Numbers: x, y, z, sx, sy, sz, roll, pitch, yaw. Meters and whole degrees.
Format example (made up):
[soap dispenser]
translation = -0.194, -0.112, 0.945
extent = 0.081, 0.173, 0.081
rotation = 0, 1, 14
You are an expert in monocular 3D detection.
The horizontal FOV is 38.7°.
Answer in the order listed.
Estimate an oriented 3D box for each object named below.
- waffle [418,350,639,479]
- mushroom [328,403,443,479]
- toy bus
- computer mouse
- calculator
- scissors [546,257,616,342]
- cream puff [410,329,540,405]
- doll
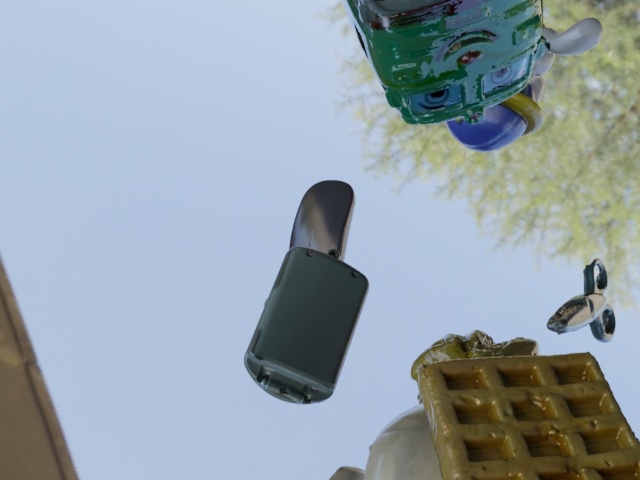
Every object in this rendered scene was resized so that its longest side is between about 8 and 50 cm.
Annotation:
[waffle]
translation = 0.241, 0.226, 1.038
extent = 0.221, 0.055, 0.247
rotation = -4, -144, -6
[mushroom]
translation = 0.170, 0.370, 1.319
extent = 0.356, 0.315, 0.315
rotation = 17, -157, 17
[toy bus]
translation = 0.107, -0.282, 0.977
extent = 0.184, 0.199, 0.343
rotation = -18, -131, 2
[computer mouse]
translation = -0.001, -0.001, 1.671
extent = 0.120, 0.232, 0.057
rotation = 7, 173, 39
[calculator]
translation = -0.016, 0.118, 1.328
extent = 0.141, 0.045, 0.246
rotation = 24, -115, -8
[scissors]
translation = 0.405, 0.107, 1.405
extent = 0.041, 0.138, 0.289
rotation = -6, -177, 33
[cream puff]
translation = 0.364, 0.308, 2.084
extent = 0.323, 0.269, 0.274
rotation = -11, -132, -46
[doll]
translation = 0.328, -0.261, 1.493
extent = 0.159, 0.311, 0.242
rotation = 42, -118, -29
